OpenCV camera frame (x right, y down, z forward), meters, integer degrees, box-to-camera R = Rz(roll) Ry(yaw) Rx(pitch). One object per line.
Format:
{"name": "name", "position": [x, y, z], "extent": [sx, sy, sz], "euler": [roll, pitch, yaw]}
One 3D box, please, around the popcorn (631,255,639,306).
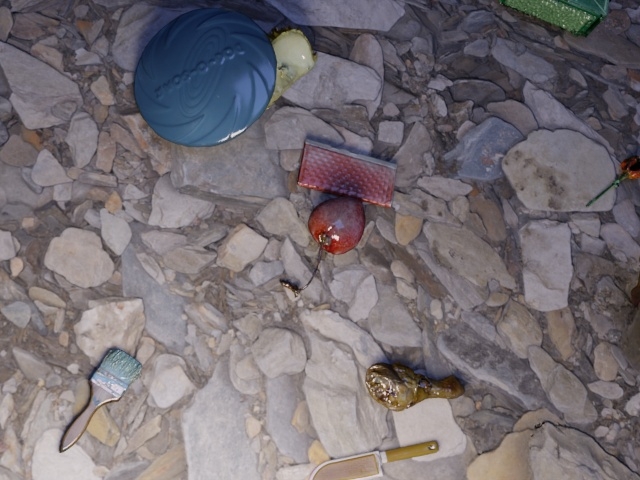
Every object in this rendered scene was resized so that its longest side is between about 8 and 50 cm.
{"name": "popcorn", "position": [0.774, 0.114, 1.765], "extent": [0.382, 0.349, 0.349], "euler": [35, 62, -8]}

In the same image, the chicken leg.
{"name": "chicken leg", "position": [0.175, 0.271, 1.661], "extent": [0.198, 0.069, 0.085], "euler": [7, 42, -21]}

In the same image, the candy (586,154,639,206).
{"name": "candy", "position": [0.644, -0.125, 1.983], "extent": [0.185, 0.049, 0.055], "euler": [-37, 51, -18]}

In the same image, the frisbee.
{"name": "frisbee", "position": [-0.224, -0.317, 1.717], "extent": [0.290, 0.049, 0.289], "euler": [-3, 76, 12]}

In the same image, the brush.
{"name": "brush", "position": [-0.375, 0.272, 1.514], "extent": [0.070, 0.021, 0.196], "euler": [34, 65, -2]}

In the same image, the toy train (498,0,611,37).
{"name": "toy train", "position": [0.549, -0.585, 2.106], "extent": [0.270, 0.115, 0.154], "euler": [20, 72, -9]}

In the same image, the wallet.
{"name": "wallet", "position": [0.055, -0.133, 1.813], "extent": [0.197, 0.020, 0.103], "euler": [14, 64, -11]}

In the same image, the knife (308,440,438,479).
{"name": "knife", "position": [0.097, 0.396, 1.602], "extent": [0.256, 0.022, 0.046], "euler": [-7, 74, -19]}

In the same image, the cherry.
{"name": "cherry", "position": [0.000, 0.000, 1.707], "extent": [0.225, 0.090, 0.107], "euler": [-43, 97, -18]}

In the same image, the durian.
{"name": "durian", "position": [-0.108, -0.346, 1.811], "extent": [0.139, 0.144, 0.252], "euler": [50, 56, -17]}
